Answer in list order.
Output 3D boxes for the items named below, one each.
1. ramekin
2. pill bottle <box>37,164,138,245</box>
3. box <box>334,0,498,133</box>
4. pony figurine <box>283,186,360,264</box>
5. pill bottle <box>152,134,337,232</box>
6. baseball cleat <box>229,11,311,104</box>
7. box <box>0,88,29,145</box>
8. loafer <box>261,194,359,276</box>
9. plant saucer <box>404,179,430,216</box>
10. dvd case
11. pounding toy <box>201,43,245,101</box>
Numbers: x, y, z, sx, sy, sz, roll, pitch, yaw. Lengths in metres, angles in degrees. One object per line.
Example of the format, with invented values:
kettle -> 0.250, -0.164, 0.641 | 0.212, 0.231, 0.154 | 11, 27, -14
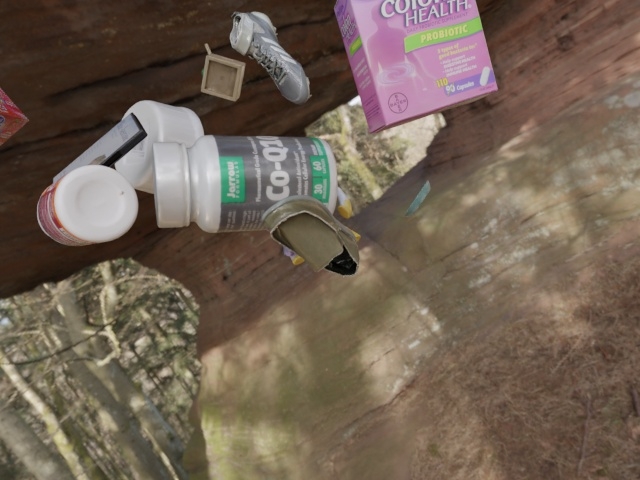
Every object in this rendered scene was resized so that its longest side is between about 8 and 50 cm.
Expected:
ramekin -> -0.473, -0.265, 1.340 | 0.277, 0.277, 0.135 | -24, -19, 33
pill bottle -> -0.405, -0.052, 0.791 | 0.221, 0.121, 0.121 | -4, 29, 49
box -> 0.167, -0.344, 0.834 | 0.213, 0.243, 0.117 | -18, 7, -6
pony figurine -> -0.097, -0.115, 1.327 | 0.351, 0.363, 0.303 | -20, -28, -28
pill bottle -> -0.163, -0.120, 0.990 | 0.361, 0.204, 0.204 | -4, 2, -21
baseball cleat -> -0.103, -0.337, 0.868 | 0.109, 0.206, 0.072 | -20, -17, -43
box -> -0.937, -0.351, 1.243 | 0.122, 0.128, 0.257 | -40, 5, 3
loafer -> 0.000, 0.000, 0.812 | 0.094, 0.251, 0.087 | -39, 53, 21
plant saucer -> 0.271, -0.112, 1.283 | 0.119, 0.021, 0.119 | -56, -6, -10
dvd case -> -0.510, -0.189, 1.066 | 0.253, 0.022, 0.180 | -42, 37, -4
pounding toy -> -0.314, -0.527, 1.457 | 0.100, 0.141, 0.130 | -86, 12, -63
